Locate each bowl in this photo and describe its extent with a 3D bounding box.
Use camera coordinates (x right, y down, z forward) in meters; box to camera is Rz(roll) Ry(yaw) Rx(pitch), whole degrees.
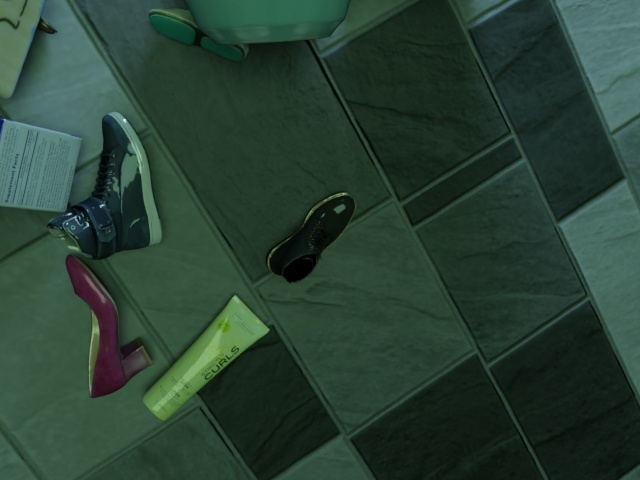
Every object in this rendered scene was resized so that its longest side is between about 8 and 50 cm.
[{"bbox_3d":[-0.076,-0.380,0.903,0.311,0.311,0.163,-8,110,-12],"label":"bowl"}]

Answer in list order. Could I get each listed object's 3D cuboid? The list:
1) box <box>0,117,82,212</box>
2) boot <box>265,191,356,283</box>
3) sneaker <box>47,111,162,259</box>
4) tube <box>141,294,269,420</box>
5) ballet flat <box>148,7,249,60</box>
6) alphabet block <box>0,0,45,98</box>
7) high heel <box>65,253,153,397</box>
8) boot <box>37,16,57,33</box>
[{"bbox_3d":[-0.451,-0.114,0.925,0.072,0.137,0.126,17,95,28],"label":"box"},{"bbox_3d":[0.000,0.000,1.053,0.198,0.137,0.077,-46,106,-4],"label":"boot"},{"bbox_3d":[-0.351,-0.081,0.957,0.163,0.086,0.226,-20,104,-37],"label":"sneaker"},{"bbox_3d":[-0.207,0.211,1.078,0.240,0.062,0.070,-43,146,-9],"label":"tube"},{"bbox_3d":[-0.198,-0.348,1.006,0.168,0.057,0.052,20,64,-19],"label":"ballet flat"},{"bbox_3d":[-0.527,-0.325,0.827,0.193,0.197,0.192,20,93,1],"label":"alphabet block"},{"bbox_3d":[-0.386,0.145,1.013,0.117,0.082,0.244,-32,117,-17],"label":"high heel"},{"bbox_3d":[-0.481,-0.310,0.944,0.106,0.037,0.114,30,87,-3],"label":"boot"}]
